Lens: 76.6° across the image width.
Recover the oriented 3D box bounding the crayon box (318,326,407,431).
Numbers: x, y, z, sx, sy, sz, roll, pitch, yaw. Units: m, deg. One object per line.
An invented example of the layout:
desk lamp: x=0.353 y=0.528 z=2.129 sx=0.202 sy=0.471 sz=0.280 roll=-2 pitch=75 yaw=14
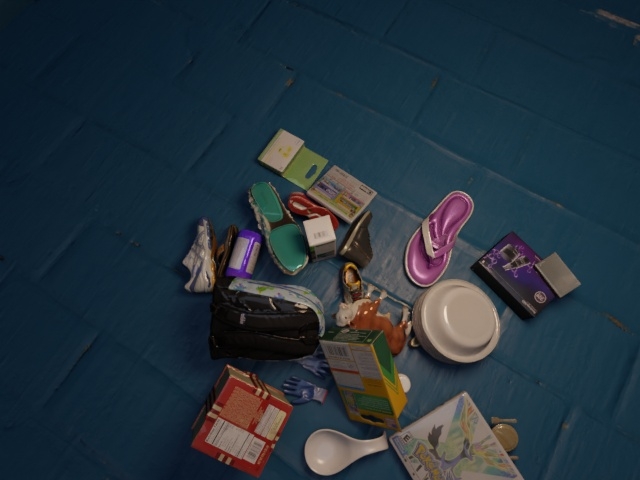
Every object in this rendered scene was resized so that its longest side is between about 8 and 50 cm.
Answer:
crayon box: x=0.143 y=0.435 z=1.288 sx=0.083 sy=0.203 sz=0.322 roll=-36 pitch=112 yaw=-46

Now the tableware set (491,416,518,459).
tableware set: x=0.547 y=0.644 z=1.340 sx=0.195 sy=0.039 sz=0.128 roll=0 pitch=84 yaw=7

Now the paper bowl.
paper bowl: x=0.470 y=0.270 z=1.377 sx=0.285 sy=0.148 sz=0.283 roll=4 pitch=67 yaw=-9

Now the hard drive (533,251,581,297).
hard drive: x=0.816 y=0.119 z=1.402 sx=0.094 sy=0.022 sz=0.135 roll=-29 pitch=74 yaw=-10

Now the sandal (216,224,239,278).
sandal: x=-0.359 y=0.042 z=1.525 sx=0.060 sy=0.090 sz=0.219 roll=3 pitch=73 yaw=12

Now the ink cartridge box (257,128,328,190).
ink cartridge box: x=-0.110 y=-0.331 z=1.653 sx=0.235 sy=0.056 sz=0.171 roll=30 pitch=75 yaw=12

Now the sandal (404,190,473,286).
sandal: x=0.441 y=-0.025 z=1.516 sx=0.170 sy=0.102 sz=0.415 roll=27 pitch=76 yaw=10

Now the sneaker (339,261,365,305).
sneaker: x=0.117 y=0.187 z=1.462 sx=0.088 sy=0.092 sz=0.224 roll=-15 pitch=78 yaw=-3

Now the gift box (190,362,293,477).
gift box: x=-0.240 y=0.568 z=1.276 sx=0.277 sy=0.258 sz=0.255 roll=36 pitch=74 yaw=-9

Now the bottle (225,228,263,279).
bottle: x=-0.293 y=0.104 z=1.486 sx=0.093 sy=0.118 sz=0.282 roll=16 pitch=79 yaw=4

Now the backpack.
backpack: x=-0.159 y=0.264 z=1.357 sx=0.357 sy=0.273 sz=0.289 roll=6 pitch=100 yaw=13

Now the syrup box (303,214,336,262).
syrup box: x=0.000 y=0.000 z=1.449 sx=0.093 sy=0.237 sz=0.096 roll=-15 pitch=72 yaw=-3

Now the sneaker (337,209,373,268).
sneaker: x=0.163 y=-0.004 z=1.542 sx=0.118 sy=0.083 sz=0.221 roll=36 pitch=67 yaw=-10

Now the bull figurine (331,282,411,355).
bull figurine: x=0.185 y=0.268 z=1.389 sx=0.310 sy=0.101 sz=0.188 roll=40 pitch=75 yaw=-21

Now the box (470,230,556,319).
box: x=0.712 y=0.126 z=1.465 sx=0.184 sy=0.103 sz=0.261 roll=-40 pitch=76 yaw=-8

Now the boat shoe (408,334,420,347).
boat shoe: x=0.370 y=0.333 z=1.438 sx=0.137 sy=0.043 sz=0.049 roll=-34 pitch=73 yaw=-10

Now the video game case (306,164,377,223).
video game case: x=0.085 y=-0.184 z=1.588 sx=0.213 sy=0.023 sz=0.193 roll=35 pitch=58 yaw=11

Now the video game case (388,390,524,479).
video game case: x=0.434 y=0.707 z=1.297 sx=0.300 sy=0.036 sz=0.328 roll=-32 pitch=76 yaw=0

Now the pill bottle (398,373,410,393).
pill bottle: x=0.263 y=0.479 z=1.354 sx=0.067 sy=0.120 sz=0.066 roll=0 pitch=73 yaw=0

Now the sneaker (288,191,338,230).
sneaker: x=-0.027 y=-0.125 z=1.570 sx=0.221 sy=0.128 sz=0.087 roll=35 pitch=110 yaw=-22

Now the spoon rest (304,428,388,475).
spoon rest: x=0.085 y=0.674 z=1.318 sx=0.277 sy=0.084 sz=0.137 roll=-10 pitch=73 yaw=-2

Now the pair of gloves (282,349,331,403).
pair of gloves: x=-0.040 y=0.476 z=1.415 sx=0.160 sy=0.023 sz=0.198 roll=15 pitch=73 yaw=8

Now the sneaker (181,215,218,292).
sneaker: x=-0.458 y=0.050 z=1.512 sx=0.131 sy=0.112 sz=0.295 roll=-8 pitch=72 yaw=-1

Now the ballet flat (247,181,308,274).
ballet flat: x=-0.155 y=-0.039 z=1.518 sx=0.147 sy=0.147 sz=0.408 roll=-22 pitch=67 yaw=-5
